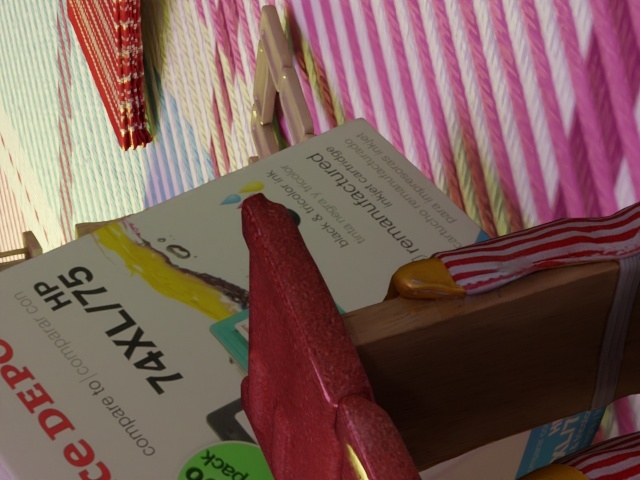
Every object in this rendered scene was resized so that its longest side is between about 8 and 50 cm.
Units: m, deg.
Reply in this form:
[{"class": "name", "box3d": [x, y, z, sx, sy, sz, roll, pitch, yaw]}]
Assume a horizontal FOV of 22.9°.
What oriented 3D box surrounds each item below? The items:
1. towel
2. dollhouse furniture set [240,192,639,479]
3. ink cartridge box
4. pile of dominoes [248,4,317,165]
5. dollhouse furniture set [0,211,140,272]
[{"class": "towel", "box3d": [-0.183, -0.229, 1.317, 0.275, 0.031, 0.199, 95, 154, -50]}, {"class": "dollhouse furniture set", "box3d": [0.080, 0.129, 0.586, 0.374, 0.201, 0.152, 97, 153, -52]}, {"class": "ink cartridge box", "box3d": [-0.038, 0.109, 0.759, 0.198, 0.270, 0.197, 45, 143, 28]}, {"class": "pile of dominoes", "box3d": [0.000, 0.000, 1.022, 0.196, 0.040, 0.251, 100, 159, -50]}, {"class": "dollhouse furniture set", "box3d": [-0.225, 0.074, 1.395, 0.129, 0.184, 0.129, -131, 36, -53]}]
